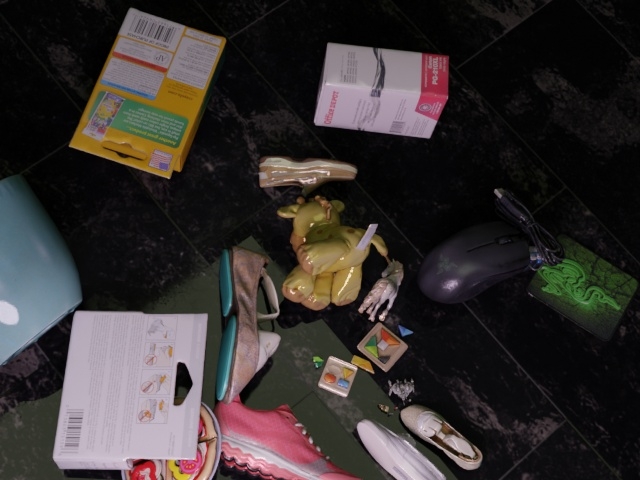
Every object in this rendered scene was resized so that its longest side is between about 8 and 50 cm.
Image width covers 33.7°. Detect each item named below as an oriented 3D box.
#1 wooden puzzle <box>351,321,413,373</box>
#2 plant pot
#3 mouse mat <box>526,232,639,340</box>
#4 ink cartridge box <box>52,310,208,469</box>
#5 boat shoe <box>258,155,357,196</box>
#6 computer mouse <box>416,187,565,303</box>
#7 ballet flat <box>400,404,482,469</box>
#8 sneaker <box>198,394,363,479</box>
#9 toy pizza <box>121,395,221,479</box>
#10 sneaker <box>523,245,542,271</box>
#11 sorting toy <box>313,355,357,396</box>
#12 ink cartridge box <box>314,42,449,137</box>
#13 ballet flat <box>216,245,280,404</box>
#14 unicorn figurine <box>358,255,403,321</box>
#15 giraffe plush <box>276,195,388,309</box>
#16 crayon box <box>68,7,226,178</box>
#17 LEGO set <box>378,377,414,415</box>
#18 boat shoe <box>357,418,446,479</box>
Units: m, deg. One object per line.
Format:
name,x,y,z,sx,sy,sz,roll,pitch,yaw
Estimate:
wooden puzzle,0.114,0.196,1.946,0.078,0.014,0.116,34,68,6
plant pot,-0.545,0.070,1.781,0.293,0.293,0.235,-41,94,-19
mouse mat,0.508,0.089,2.040,0.189,0.007,0.153,32,69,7
ink cartridge box,-0.318,0.253,1.812,0.238,0.060,0.275,1,60,1
boat shoe,-0.024,-0.119,2.031,0.190,0.068,0.072,3,81,5
computer mouse,0.299,0.015,1.945,0.272,0.072,0.188,-29,61,-14
ballet flat,0.220,0.343,1.881,0.168,0.052,0.057,34,69,7
sneaker,-0.053,0.353,1.811,0.313,0.116,0.136,22,67,2
toy pizza,-0.257,0.355,1.775,0.201,0.032,0.201,-14,59,24
sneaker,0.342,0.017,2.016,0.190,0.071,0.083,-4,64,-9
sorting toy,0.020,0.241,1.918,0.083,0.012,0.062,22,68,2
ink cartridge box,0.115,-0.289,2.049,0.237,0.172,0.100,6,68,-4
ballet flat,-0.124,0.145,1.870,0.106,0.107,0.316,9,56,-16
unicorn figurine,0.117,0.091,1.946,0.060,0.162,0.111,28,95,-1
giraffe plush,0.000,0.000,1.938,0.210,0.181,0.170,-50,50,15
crayon box,-0.328,-0.271,2.037,0.203,0.083,0.323,18,67,0
LEGO set,0.142,0.278,1.912,0.054,0.023,0.083,25,68,3
boat shoe,0.145,0.374,1.857,0.184,0.066,0.063,41,56,12
